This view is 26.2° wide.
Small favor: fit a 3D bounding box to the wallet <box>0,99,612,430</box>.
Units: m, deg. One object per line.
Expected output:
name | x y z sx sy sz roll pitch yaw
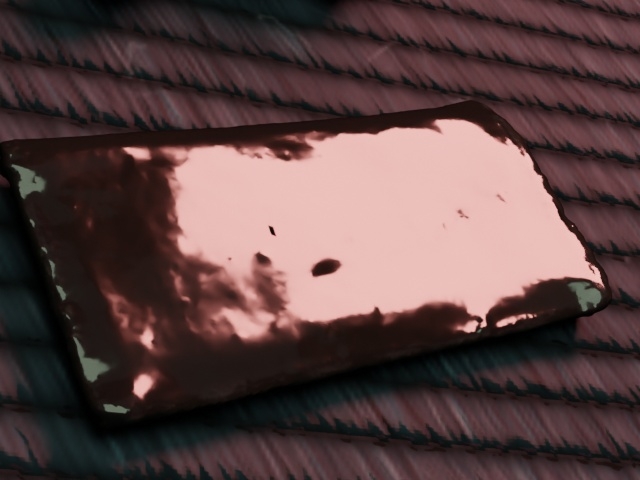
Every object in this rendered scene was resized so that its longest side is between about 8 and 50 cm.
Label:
wallet | 0.000 -0.001 0.657 0.285 0.030 0.146 -9 58 -31
